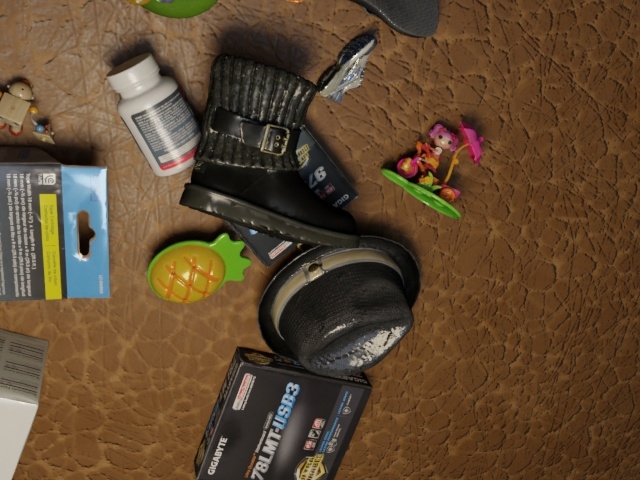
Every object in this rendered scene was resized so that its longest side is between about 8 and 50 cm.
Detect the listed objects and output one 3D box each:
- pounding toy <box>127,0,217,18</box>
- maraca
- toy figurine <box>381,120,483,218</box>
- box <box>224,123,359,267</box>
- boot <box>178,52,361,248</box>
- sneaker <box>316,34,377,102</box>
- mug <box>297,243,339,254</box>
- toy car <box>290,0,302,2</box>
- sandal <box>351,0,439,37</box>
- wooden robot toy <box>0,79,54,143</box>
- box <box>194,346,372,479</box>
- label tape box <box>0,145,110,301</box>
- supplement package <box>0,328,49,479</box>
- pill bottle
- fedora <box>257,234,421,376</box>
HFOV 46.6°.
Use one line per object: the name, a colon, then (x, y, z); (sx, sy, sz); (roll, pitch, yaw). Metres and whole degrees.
pounding toy: (-0.255, -0.410, 1.085); (0.236, 0.110, 0.183); (31, 128, -19)
maraca: (-0.219, 0.050, 1.336); (0.185, 0.099, 0.127); (-19, 126, -3)
toy figurine: (0.225, -0.152, 1.381); (0.173, 0.130, 0.159); (31, 89, 0)
box: (-0.068, -0.083, 1.345); (0.220, 0.051, 0.175); (-38, 115, 3)
boot: (-0.049, -0.136, 1.231); (0.347, 0.131, 0.260); (19, 85, -34)
sneaker: (0.054, -0.298, 1.293); (0.058, 0.052, 0.135); (34, 109, -35)
mug: (0.003, -0.003, 1.405); (0.064, 0.078, 0.062); (49, 50, -36)
toy car: (-0.070, -0.432, 1.199); (0.122, 0.040, 0.060); (22, 106, -23)
sandal: (0.091, -0.420, 1.243); (0.254, 0.054, 0.097); (21, 90, -22)
wooden robot toy: (-0.493, -0.221, 1.179); (0.173, 0.076, 0.079); (24, 70, -23)
box: (-0.079, 0.385, 1.540); (0.293, 0.073, 0.296); (15, 108, -21)
label tape box: (-0.519, -0.026, 1.219); (0.333, 0.106, 0.241); (0, 113, -15)
supplement package: (-0.579, 0.287, 1.287); (0.149, 0.203, 0.194); (19, 108, -21)
pill bottle: (-0.266, -0.206, 1.208); (0.107, 0.108, 0.180); (-27, 118, -2)
fedora: (0.054, 0.151, 1.398); (0.333, 0.153, 0.334); (-10, 129, -12)
